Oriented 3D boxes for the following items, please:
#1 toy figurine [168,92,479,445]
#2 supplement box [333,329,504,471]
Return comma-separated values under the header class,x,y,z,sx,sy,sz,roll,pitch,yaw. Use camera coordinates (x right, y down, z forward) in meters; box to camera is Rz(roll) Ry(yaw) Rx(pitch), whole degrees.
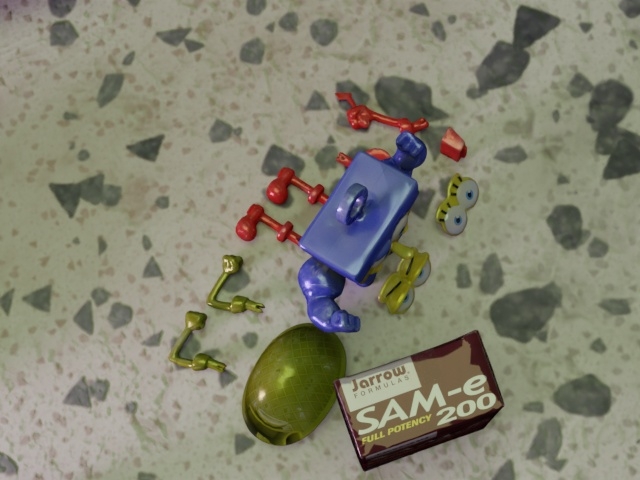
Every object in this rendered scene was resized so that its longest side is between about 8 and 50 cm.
class,x,y,z,sx,sy,sz,roll,pitch,yaw
toy figurine,0.000,0.000,1.273,0.191,0.217,0.362,34,81,10
supplement box,0.085,0.149,1.222,0.130,0.239,0.073,-20,77,-1
